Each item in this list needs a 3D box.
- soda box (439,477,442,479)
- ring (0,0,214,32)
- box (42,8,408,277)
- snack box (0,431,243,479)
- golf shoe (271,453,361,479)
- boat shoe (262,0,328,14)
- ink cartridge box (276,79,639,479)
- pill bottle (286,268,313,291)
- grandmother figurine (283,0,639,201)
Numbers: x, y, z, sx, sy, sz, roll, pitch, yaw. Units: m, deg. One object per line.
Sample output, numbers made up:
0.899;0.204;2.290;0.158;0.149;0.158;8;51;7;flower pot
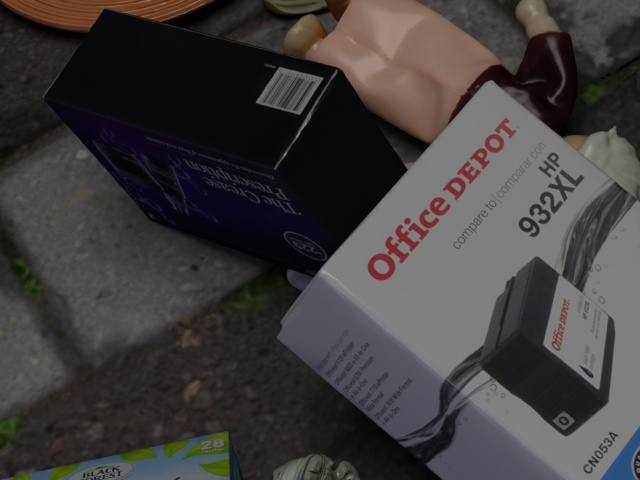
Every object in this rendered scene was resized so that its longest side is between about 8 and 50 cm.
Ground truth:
0.109;0.141;1.423;0.053;0.060;0.169;-13;56;-6;soda box
-0.184;-0.328;1.808;0.337;0.032;0.336;-5;55;7;ring
-0.066;-0.071;1.482;0.261;0.184;0.103;18;70;39;box
-0.158;0.233;1.364;0.207;0.070;0.174;-11;28;3;snack box
-0.024;0.246;1.388;0.086;0.069;0.176;-8;59;54;golf shoe
0.048;-0.271;1.702;0.224;0.073;0.080;-18;55;-1;boat shoe
0.160;0.071;1.339;0.307;0.129;0.223;40;61;4;ink cartridge box
0.000;0.000;1.547;0.043;0.043;0.083;4;57;13;pill bottle
0.135;-0.114;1.574;0.342;0.104;0.208;37;97;26;grandmother figurine
